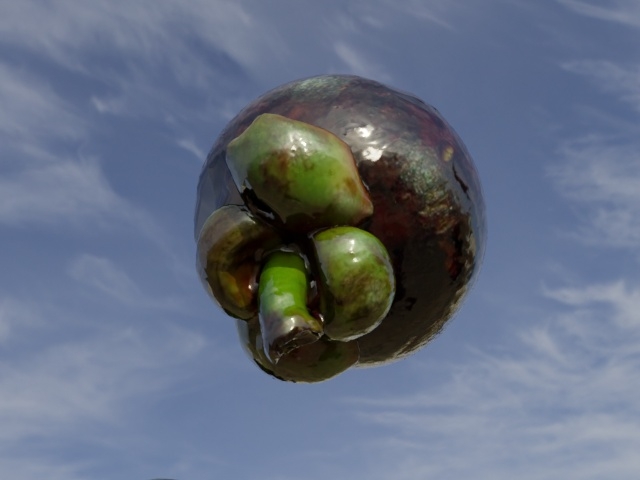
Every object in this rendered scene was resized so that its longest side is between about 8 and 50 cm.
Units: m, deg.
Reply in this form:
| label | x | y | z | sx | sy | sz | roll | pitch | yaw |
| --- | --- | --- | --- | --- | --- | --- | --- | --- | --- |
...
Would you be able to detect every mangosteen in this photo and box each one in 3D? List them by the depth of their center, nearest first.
| label | x | y | z | sx | sy | sz | roll | pitch | yaw |
| --- | --- | --- | --- | --- | --- | --- | --- | --- | --- |
| mangosteen | 0.014 | -0.009 | 0.790 | 0.311 | 0.311 | 0.311 | -7 | -44 | -7 |

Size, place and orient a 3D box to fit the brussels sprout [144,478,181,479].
| label | x | y | z | sx | sy | sz | roll | pitch | yaw |
| --- | --- | --- | --- | --- | --- | --- | --- | --- | --- |
| brussels sprout | -0.229 | 0.455 | 1.084 | 0.344 | 0.268 | 0.344 | -16 | -16 | -5 |
